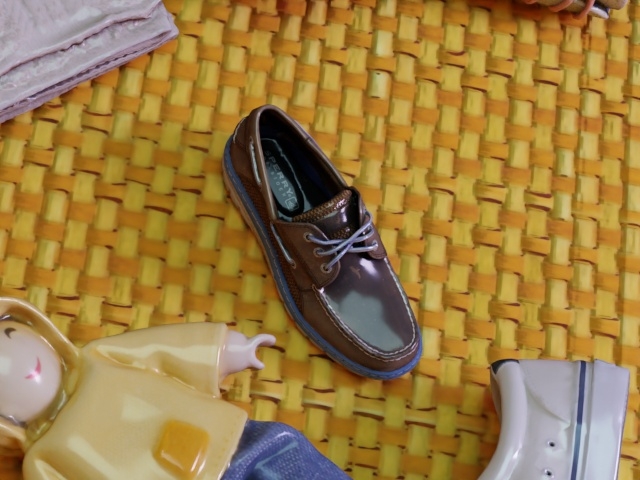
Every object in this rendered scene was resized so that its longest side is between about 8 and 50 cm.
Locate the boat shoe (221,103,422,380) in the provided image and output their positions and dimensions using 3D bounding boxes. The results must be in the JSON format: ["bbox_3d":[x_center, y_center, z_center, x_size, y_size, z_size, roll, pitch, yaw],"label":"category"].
[{"bbox_3d":[0.000,0.000,1.136,0.066,0.066,0.183,-31,74,-22],"label":"boat shoe"}]

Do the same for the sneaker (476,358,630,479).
[{"bbox_3d":[0.114,0.183,1.071,0.091,0.094,0.258,6,58,12],"label":"sneaker"}]

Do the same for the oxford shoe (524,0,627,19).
[{"bbox_3d":[0.136,-0.210,1.228,0.397,0.140,0.146,-19,77,-17],"label":"oxford shoe"}]

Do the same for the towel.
[{"bbox_3d":[-0.229,-0.204,1.199,0.187,0.049,0.282,-29,73,-23],"label":"towel"}]

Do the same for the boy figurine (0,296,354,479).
[{"bbox_3d":[-0.088,0.112,1.055,0.285,0.092,0.177,31,66,1],"label":"boy figurine"}]
